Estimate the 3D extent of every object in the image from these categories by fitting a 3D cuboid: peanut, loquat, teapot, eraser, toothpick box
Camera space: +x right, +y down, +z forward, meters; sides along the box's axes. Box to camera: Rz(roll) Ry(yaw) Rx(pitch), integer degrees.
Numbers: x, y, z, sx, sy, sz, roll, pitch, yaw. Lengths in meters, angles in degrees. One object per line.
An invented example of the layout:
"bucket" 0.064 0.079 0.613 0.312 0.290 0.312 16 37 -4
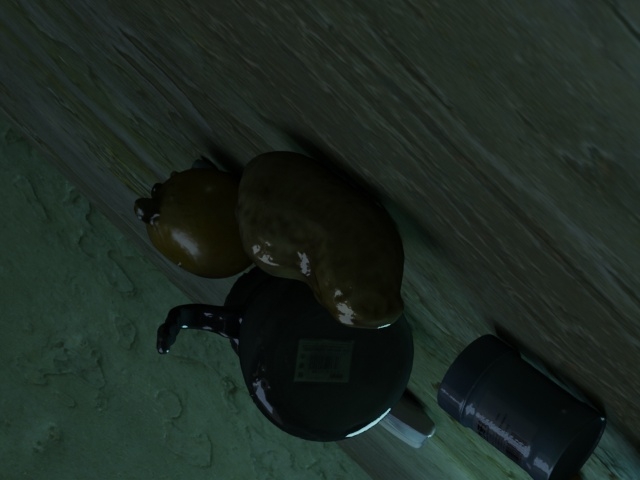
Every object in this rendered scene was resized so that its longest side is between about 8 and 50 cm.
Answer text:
"peanut" 0.000 0.000 1.314 0.253 0.137 0.122 35 153 30
"loquat" -0.164 -0.028 1.718 0.204 0.149 0.172 17 -175 -29
"teapot" -0.056 0.144 1.687 0.223 0.305 0.285 68 168 -19
"eraser" 0.096 0.265 2.149 0.243 0.059 0.204 39 169 8
"toothpick box" 0.213 0.183 1.326 0.153 0.101 0.101 38 167 30

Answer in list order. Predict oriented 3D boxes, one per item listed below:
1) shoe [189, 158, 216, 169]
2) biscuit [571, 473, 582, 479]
"shoe" -0.159 -0.042 1.875 0.079 0.078 0.195 35 162 35
"biscuit" 0.293 0.282 1.621 0.130 0.019 0.102 43 169 1
